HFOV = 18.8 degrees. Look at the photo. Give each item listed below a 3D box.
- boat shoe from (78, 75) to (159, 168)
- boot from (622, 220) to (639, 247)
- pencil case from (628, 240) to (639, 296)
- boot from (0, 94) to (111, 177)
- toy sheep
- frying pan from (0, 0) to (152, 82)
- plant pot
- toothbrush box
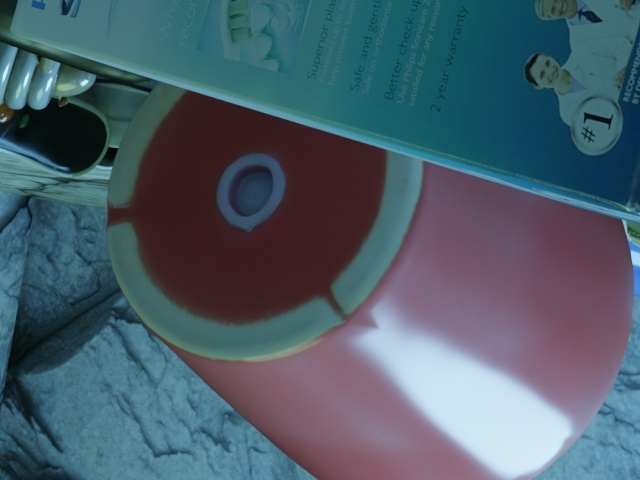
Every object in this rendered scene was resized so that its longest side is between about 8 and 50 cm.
[{"bbox_3d":[-0.183,-0.105,1.702,0.096,0.088,0.267,9,177,-14],"label":"boat shoe"},{"bbox_3d":[0.195,-0.052,1.498,0.165,0.077,0.213,14,-168,-32],"label":"boot"},{"bbox_3d":[0.238,-0.019,1.788,0.306,0.119,0.133,10,-140,-17],"label":"pencil case"},{"bbox_3d":[-0.301,-0.141,1.541,0.244,0.088,0.176,28,-175,-40],"label":"boot"},{"bbox_3d":[-0.219,-0.135,1.347,0.132,0.091,0.091,23,176,-3],"label":"toy sheep"},{"bbox_3d":[-0.195,-0.144,1.095,0.197,0.053,0.326,23,-173,25],"label":"frying pan"},{"bbox_3d":[0.017,0.005,1.126,0.275,0.275,0.243,7,167,30],"label":"plant pot"},{"bbox_3d":[0.069,-0.082,0.683,0.216,0.126,0.295,12,-176,-45],"label":"toothbrush box"}]
